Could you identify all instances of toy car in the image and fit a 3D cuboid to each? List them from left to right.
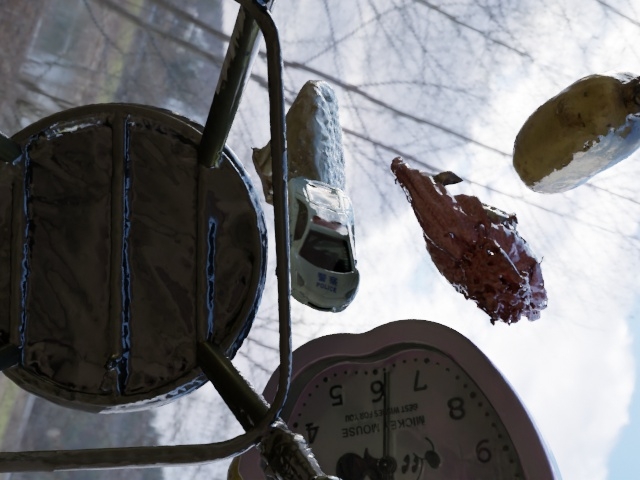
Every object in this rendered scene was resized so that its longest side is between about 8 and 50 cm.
[{"bbox_3d":[0.000,0.000,0.962,0.205,0.095,0.056,-94,-153,-51],"label":"toy car"}]

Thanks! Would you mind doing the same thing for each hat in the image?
[{"bbox_3d":[0.177,0.008,0.923,0.107,0.237,0.286,-48,-169,11],"label":"hat"}]

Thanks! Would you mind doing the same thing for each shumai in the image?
[{"bbox_3d":[-0.031,-0.115,1.140,0.201,0.120,0.201,-4,90,-76],"label":"shumai"}]

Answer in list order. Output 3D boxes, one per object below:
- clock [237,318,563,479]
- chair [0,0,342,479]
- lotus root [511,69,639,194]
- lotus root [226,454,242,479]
[{"bbox_3d":[0.079,0.252,0.861,0.102,0.339,0.338,39,63,-61],"label":"clock"},{"bbox_3d":[-0.183,-0.002,0.629,0.410,0.362,0.364,122,-35,-83],"label":"chair"},{"bbox_3d":[0.403,-0.169,1.274,0.160,0.146,0.284,-43,-177,-30],"label":"lotus root"},{"bbox_3d":[-0.058,0.382,1.290,0.141,0.169,0.314,-37,164,12],"label":"lotus root"}]
